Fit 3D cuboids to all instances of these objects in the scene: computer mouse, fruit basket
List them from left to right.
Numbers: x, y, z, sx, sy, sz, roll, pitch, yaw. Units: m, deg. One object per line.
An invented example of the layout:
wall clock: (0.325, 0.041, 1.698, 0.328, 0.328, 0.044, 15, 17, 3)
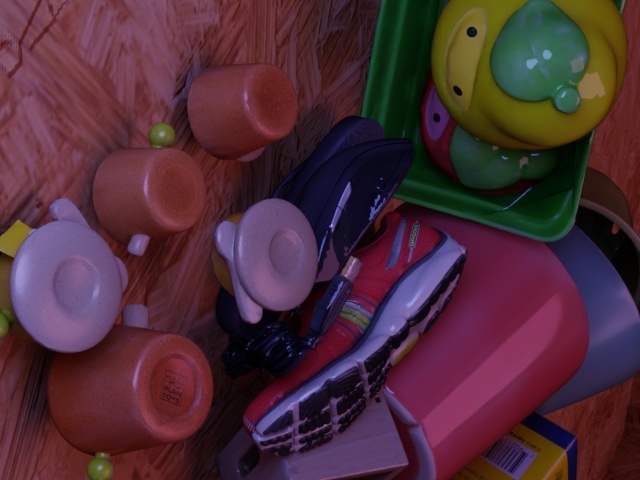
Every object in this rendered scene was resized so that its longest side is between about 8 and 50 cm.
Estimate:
computer mouse: (0.000, 0.000, 1.095, 0.262, 0.060, 0.184, -54, -167, -12)
fruit basket: (0.172, -0.186, 1.246, 0.392, 0.282, 0.392, -46, 145, -46)

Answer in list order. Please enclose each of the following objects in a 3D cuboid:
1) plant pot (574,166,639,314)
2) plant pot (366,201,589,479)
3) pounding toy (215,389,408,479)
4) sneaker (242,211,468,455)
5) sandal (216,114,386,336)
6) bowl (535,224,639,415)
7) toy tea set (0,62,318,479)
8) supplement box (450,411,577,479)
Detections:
plant pot: (0.357, 0.014, 1.919, 0.254, 0.276, 0.276, -56, 155, -61)
plant pot: (0.106, 0.126, 1.382, 0.243, 0.275, 0.275, -44, 145, -35)
pounding toy: (-0.057, 0.219, 1.232, 0.206, 0.094, 0.181, -4, 151, -31)
sneaker: (0.015, 0.079, 1.181, 0.279, 0.118, 0.107, -44, 156, -30)
sandal: (-0.024, -0.024, 1.223, 0.254, 0.054, 0.097, -53, 145, -21)
bowl: (0.237, 0.105, 1.668, 0.163, 0.311, 0.312, -38, 144, -22)
toy tea set: (-0.119, 0.009, 0.971, 0.336, 0.124, 0.200, -49, 119, -39)
supplement box: (0.133, 0.363, 1.583, 0.356, 0.195, 0.194, -46, 148, -25)
